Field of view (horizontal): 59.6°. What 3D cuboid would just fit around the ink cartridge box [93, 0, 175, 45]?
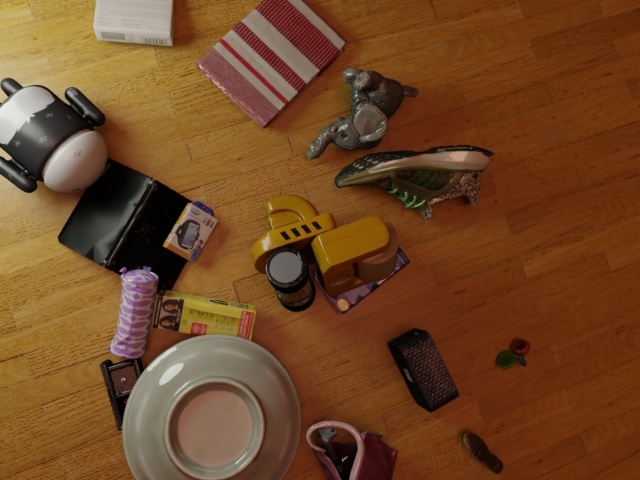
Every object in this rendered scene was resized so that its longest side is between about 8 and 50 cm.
[{"bbox_3d":[-0.452,-0.590,1.380,0.180,0.056,0.225,1,67,-10],"label":"ink cartridge box"}]

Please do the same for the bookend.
[{"bbox_3d":[-0.405,0.333,1.295,0.157,0.072,0.156,-15,88,-11],"label":"bookend"}]

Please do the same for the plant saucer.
[{"bbox_3d":[-0.232,0.408,1.228,0.400,0.100,0.401,2,79,-11],"label":"plant saucer"}]

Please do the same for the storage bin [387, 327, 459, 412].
[{"bbox_3d":[0.252,0.319,1.385,0.084,0.122,0.180,-27,91,-11],"label":"storage bin"}]

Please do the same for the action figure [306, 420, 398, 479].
[{"bbox_3d":[0.095,0.616,1.253,0.247,0.276,0.370,-4,58,7],"label":"action figure"}]

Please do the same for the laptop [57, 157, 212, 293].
[{"bbox_3d":[-0.443,-0.033,1.347,0.264,0.136,0.234,32,81,-32],"label":"laptop"}]

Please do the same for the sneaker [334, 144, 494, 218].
[{"bbox_3d":[0.242,-0.136,1.420,0.410,0.158,0.182,-6,104,-5],"label":"sneaker"}]

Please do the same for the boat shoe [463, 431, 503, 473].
[{"bbox_3d":[0.408,0.544,1.434,0.050,0.045,0.135,-43,96,-20],"label":"boat shoe"}]

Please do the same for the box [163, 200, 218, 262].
[{"bbox_3d":[-0.306,-0.025,1.337,0.081,0.028,0.136,34,81,-32],"label":"box"}]

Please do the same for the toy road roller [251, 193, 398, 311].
[{"bbox_3d":[0.000,0.000,1.307,0.329,0.202,0.241,-18,67,-2],"label":"toy road roller"}]

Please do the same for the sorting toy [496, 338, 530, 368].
[{"bbox_3d":[0.517,0.308,1.474,0.102,0.061,0.042,-43,128,-3],"label":"sorting toy"}]

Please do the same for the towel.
[{"bbox_3d":[-0.119,-0.475,1.428,0.237,0.037,0.329,44,78,-2],"label":"towel"}]

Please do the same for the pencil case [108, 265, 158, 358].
[{"bbox_3d":[-0.427,0.165,1.273,0.088,0.086,0.206,12,101,-4],"label":"pencil case"}]

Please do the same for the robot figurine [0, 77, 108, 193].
[{"bbox_3d":[-0.614,-0.231,1.255,0.278,0.173,0.209,41,115,-4],"label":"robot figurine"}]

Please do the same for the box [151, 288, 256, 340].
[{"bbox_3d":[-0.274,0.181,1.328,0.232,0.058,0.087,12,98,-10],"label":"box"}]

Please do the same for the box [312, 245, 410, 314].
[{"bbox_3d":[0.100,0.070,1.421,0.225,0.036,0.136,-37,92,-10],"label":"box"}]

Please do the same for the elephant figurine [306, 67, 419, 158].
[{"bbox_3d":[0.103,-0.296,1.409,0.169,0.186,0.240,10,96,-52],"label":"elephant figurine"}]
